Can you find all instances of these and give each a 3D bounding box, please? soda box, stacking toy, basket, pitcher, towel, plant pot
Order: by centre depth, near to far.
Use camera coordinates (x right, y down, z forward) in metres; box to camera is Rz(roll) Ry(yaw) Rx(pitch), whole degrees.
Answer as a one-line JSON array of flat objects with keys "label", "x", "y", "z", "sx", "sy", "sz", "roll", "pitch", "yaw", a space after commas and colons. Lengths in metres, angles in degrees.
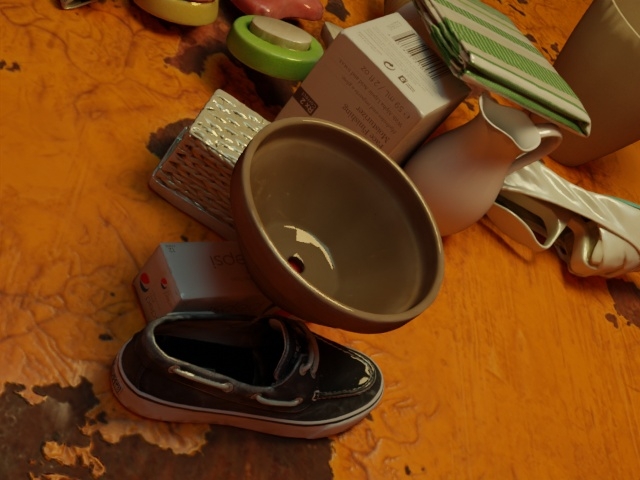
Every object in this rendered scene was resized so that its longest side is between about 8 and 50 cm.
[{"label": "plant pot", "x": 0.000, "y": 0.000, "z": 0.918, "sx": 0.237, "sy": 0.110, "sz": 0.237, "roll": 21, "pitch": 48, "yaw": -26}, {"label": "soda box", "x": -0.080, "y": 0.047, "z": 0.958, "sx": 0.216, "sy": 0.074, "sz": 0.069, "roll": -2, "pitch": 56, "yaw": -40}, {"label": "basket", "x": -0.090, "y": -0.078, "z": 1.042, "sx": 0.167, "sy": 0.103, "sz": 0.113, "roll": 34, "pitch": 40, "yaw": -11}, {"label": "pitcher", "x": 0.212, "y": -0.094, "z": 1.224, "sx": 0.178, "sy": 0.207, "sz": 0.125, "roll": 6, "pitch": 51, "yaw": -37}, {"label": "stacking toy", "x": -0.065, "y": -0.353, "z": 1.245, "sx": 0.280, "sy": 0.130, "sz": 0.309, "roll": 36, "pitch": 35, "yaw": 20}, {"label": "towel", "x": 0.230, "y": -0.274, "z": 1.265, "sx": 0.248, "sy": 0.038, "sz": 0.324, "roll": 18, "pitch": 31, "yaw": -29}, {"label": "plant pot", "x": 0.492, "y": -0.258, "z": 1.552, "sx": 0.257, "sy": 0.274, "sz": 0.256, "roll": 23, "pitch": 42, "yaw": -22}]

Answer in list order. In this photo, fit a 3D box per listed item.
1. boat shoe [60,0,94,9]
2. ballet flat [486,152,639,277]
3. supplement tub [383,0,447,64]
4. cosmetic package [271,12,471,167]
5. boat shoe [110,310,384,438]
[{"label": "boat shoe", "x": -0.262, "y": -0.323, "z": 1.137, "sx": 0.137, "sy": 0.049, "sz": 0.043, "roll": -14, "pitch": 74, "yaw": -6}, {"label": "ballet flat", "x": 0.368, "y": -0.021, "z": 1.368, "sx": 0.400, "sy": 0.139, "sz": 0.139, "roll": 27, "pitch": 41, "yaw": -11}, {"label": "supplement tub", "x": 0.174, "y": -0.354, "z": 1.484, "sx": 0.144, "sy": 0.144, "sz": 0.199, "roll": 26, "pitch": 41, "yaw": -18}, {"label": "cosmetic package", "x": 0.064, "y": -0.173, "z": 1.194, "sx": 0.151, "sy": 0.183, "sz": 0.151, "roll": 47, "pitch": 38, "yaw": 7}, {"label": "boat shoe", "x": -0.047, "y": 0.121, "z": 0.893, "sx": 0.301, "sy": 0.102, "sz": 0.108, "roll": 12, "pitch": 47, "yaw": -31}]
